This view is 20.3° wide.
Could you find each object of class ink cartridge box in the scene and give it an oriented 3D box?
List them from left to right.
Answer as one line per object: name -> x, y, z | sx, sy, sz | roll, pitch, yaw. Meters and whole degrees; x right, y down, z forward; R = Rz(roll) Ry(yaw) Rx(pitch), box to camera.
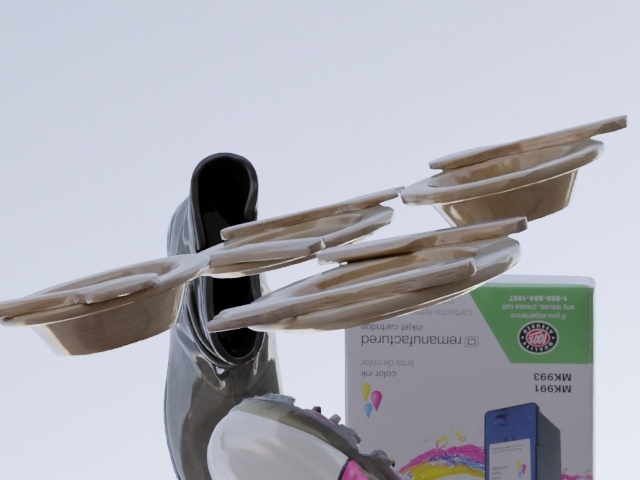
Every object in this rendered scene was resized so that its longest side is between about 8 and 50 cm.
ink cartridge box -> 0.094, 0.129, 1.112 | 0.154, 0.093, 0.212 | 1, -87, 7

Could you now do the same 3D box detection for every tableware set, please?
tableware set -> 0.000, 0.000, 0.457 | 0.141, 0.020, 0.169 | -11, 9, 30

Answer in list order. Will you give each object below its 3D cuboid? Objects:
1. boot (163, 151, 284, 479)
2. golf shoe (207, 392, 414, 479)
boot -> -0.062, 0.074, 1.138 | 0.083, 0.246, 0.161 | -7, -4, -7
golf shoe -> 0.015, 0.133, 0.544 | 0.086, 0.186, 0.067 | -30, -13, -27
